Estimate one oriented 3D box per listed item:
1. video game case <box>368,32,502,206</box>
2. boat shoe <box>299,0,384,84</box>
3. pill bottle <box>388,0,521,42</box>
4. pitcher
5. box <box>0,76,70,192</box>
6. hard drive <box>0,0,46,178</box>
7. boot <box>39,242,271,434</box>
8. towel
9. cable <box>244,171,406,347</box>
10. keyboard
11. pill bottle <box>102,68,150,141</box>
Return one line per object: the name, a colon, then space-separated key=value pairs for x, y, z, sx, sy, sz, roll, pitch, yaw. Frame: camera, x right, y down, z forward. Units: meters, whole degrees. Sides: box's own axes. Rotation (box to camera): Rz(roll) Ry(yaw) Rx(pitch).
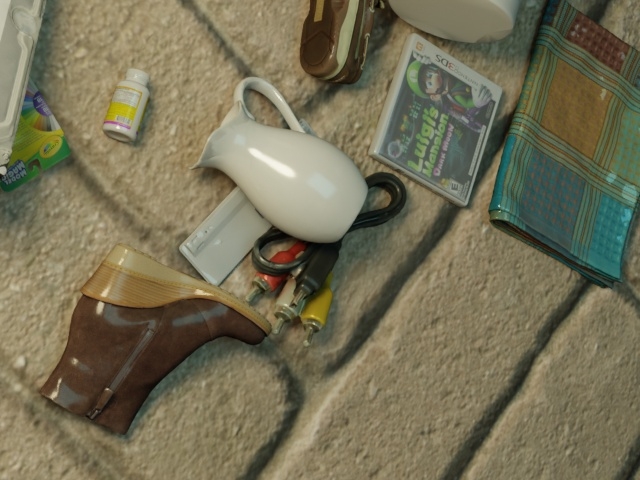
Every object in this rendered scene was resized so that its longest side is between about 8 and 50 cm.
video game case: x=0.164 y=-0.168 z=1.933 sx=0.173 sy=0.022 sz=0.190 roll=27 pitch=73 yaw=-28
boat shoe: x=0.038 y=-0.331 z=1.835 sx=0.095 sy=0.095 sz=0.258 roll=18 pitch=82 yaw=-44
pill bottle: x=0.225 y=-0.488 z=1.873 sx=0.229 sy=0.229 sz=0.408 roll=24 pitch=74 yaw=-29
pitcher: x=-0.040 y=-0.104 z=1.734 sx=0.207 sy=0.125 sz=0.178 roll=31 pitch=53 yaw=-10
box: x=-0.372 y=-0.151 z=1.580 sx=0.105 sy=0.043 sz=0.179 roll=-36 pitch=103 yaw=-30
hard drive: x=-0.411 y=-0.240 z=1.454 sx=0.237 sy=0.064 sz=0.339 roll=34 pitch=42 yaw=-33
boot: x=-0.196 y=0.137 z=1.663 sx=0.248 sy=0.090 sz=0.207 roll=27 pitch=85 yaw=-29
towel: x=0.395 y=-0.146 z=2.069 sx=0.271 sy=0.040 sz=0.370 roll=27 pitch=73 yaw=-29
cable: x=0.000 y=0.000 z=1.814 sx=0.139 sy=0.072 sz=0.287 roll=39 pitch=53 yaw=-6
keyboard: x=-0.078 y=-0.050 z=1.778 sx=0.256 sy=0.014 sz=0.072 roll=-48 pitch=116 yaw=-25
pill bottle: x=-0.232 y=-0.164 z=1.668 sx=0.043 sy=0.043 sz=0.083 roll=25 pitch=73 yaw=-29
